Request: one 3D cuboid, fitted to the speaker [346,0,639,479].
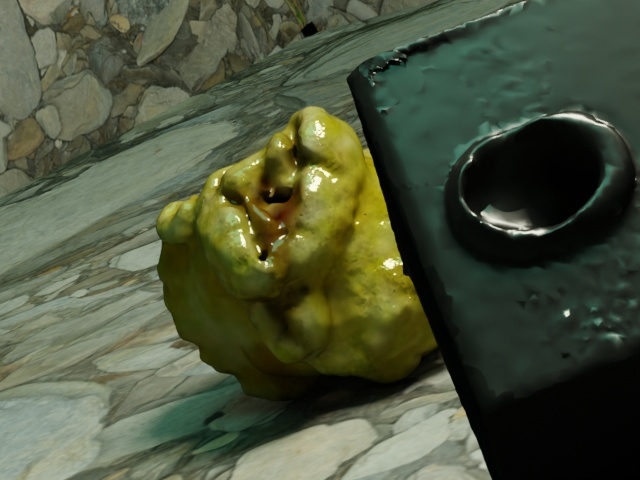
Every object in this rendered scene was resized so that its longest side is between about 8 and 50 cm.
[{"bbox_3d":[0.167,-0.006,0.844,0.254,0.184,0.232,-20,-26,1],"label":"speaker"}]

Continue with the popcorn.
[{"bbox_3d":[0.000,0.000,1.264,0.226,0.203,0.200,15,44,39],"label":"popcorn"}]
